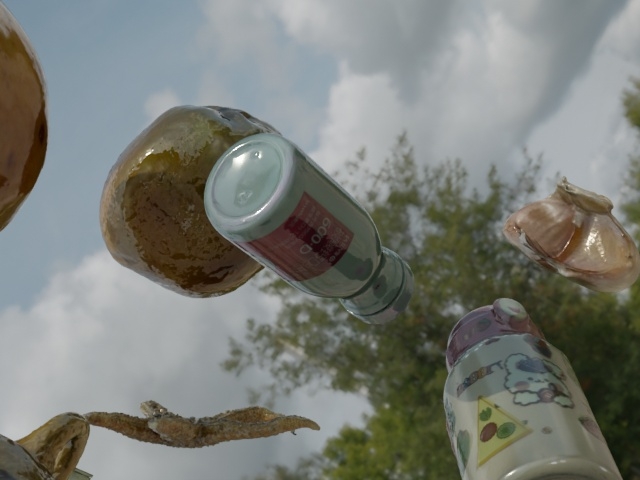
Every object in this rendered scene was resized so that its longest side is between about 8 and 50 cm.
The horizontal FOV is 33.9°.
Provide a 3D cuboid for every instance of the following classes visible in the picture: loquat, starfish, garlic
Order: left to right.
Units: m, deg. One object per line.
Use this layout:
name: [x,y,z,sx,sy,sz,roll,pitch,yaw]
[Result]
starfish: [-0.178,0.255,1.429,0.302,0.299,0.060,11,-98,-55]
loquat: [-0.173,-0.062,1.505,0.276,0.276,0.284,-13,-48,-64]
garlic: [0.301,0.005,1.262,0.099,0.174,0.124,-45,-36,-15]

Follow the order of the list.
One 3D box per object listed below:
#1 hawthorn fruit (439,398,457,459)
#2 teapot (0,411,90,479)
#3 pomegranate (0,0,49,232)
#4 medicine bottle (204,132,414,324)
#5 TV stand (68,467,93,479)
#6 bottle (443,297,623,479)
hawthorn fruit: [0.272,0.274,1.483,0.173,0.179,0.173,-26,-2,-1]
teapot: [-0.277,0.216,0.825,0.311,0.203,0.167,-33,-30,-58]
pomegranate: [-0.511,-0.153,1.172,0.417,0.416,0.417,-49,-23,-29]
medicine bottle: [0.000,0.000,0.868,0.090,0.090,0.216,-58,-42,-7]
TV stand: [-0.345,0.403,1.373,0.042,0.036,0.249,-64,-5,-63]
bottle: [0.163,0.146,0.873,0.253,0.120,0.120,-97,23,-60]
